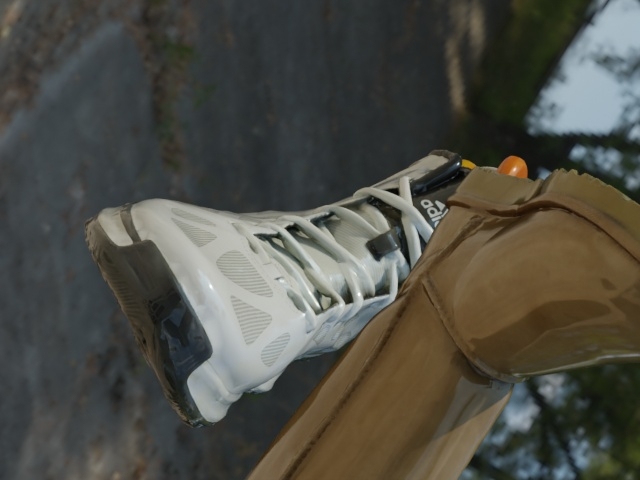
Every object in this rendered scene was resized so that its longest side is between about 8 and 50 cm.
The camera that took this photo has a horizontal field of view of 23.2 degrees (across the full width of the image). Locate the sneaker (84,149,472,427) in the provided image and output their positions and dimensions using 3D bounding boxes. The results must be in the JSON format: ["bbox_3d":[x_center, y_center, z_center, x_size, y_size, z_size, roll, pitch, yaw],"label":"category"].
[{"bbox_3d":[0.000,-0.001,1.133,0.257,0.169,0.447,-29,174,6],"label":"sneaker"}]

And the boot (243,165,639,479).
[{"bbox_3d":[0.045,0.100,0.685,0.269,0.089,0.236,-53,-168,-5],"label":"boot"}]

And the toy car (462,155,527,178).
[{"bbox_3d":[0.181,0.007,1.488,0.136,0.182,0.159,-9,-172,25],"label":"toy car"}]
